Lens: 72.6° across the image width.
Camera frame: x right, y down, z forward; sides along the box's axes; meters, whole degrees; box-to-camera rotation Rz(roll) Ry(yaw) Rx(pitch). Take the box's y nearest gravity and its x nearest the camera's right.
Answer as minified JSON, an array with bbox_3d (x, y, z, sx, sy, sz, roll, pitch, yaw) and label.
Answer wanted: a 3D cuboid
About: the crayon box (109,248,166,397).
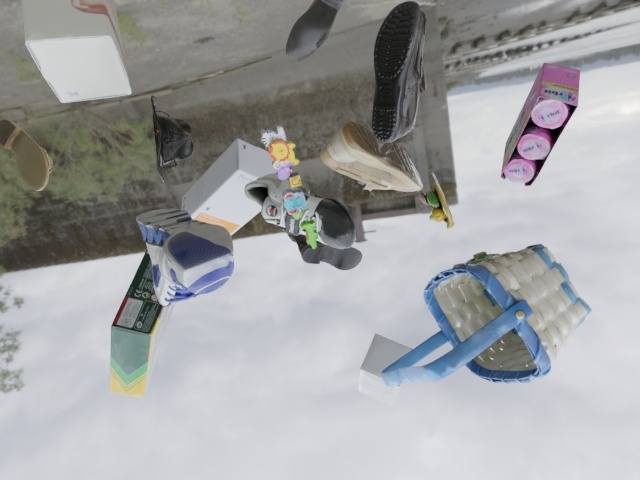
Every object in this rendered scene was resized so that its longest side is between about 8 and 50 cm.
[{"bbox_3d":[-0.489,0.203,1.246,0.106,0.313,0.363,16,-141,-12],"label":"crayon box"}]

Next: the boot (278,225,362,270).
[{"bbox_3d":[0.000,0.000,1.535,0.262,0.091,0.229,11,-156,-29],"label":"boot"}]

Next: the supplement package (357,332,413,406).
[{"bbox_3d":[0.213,0.436,1.453,0.139,0.244,0.134,21,-121,15],"label":"supplement package"}]

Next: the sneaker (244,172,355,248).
[{"bbox_3d":[-0.062,-0.063,1.063,0.146,0.123,0.330,-20,-140,-40],"label":"sneaker"}]

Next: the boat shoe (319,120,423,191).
[{"bbox_3d":[0.135,-0.187,1.083,0.110,0.122,0.341,-34,146,31],"label":"boat shoe"}]

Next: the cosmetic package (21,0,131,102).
[{"bbox_3d":[-0.441,-0.419,0.781,0.129,0.296,0.153,-12,163,-15],"label":"cosmetic package"}]

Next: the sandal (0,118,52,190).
[{"bbox_3d":[-0.713,-0.211,1.090,0.088,0.240,0.079,-48,163,8],"label":"sandal"}]

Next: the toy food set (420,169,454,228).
[{"bbox_3d":[0.379,-0.121,1.444,0.071,0.128,0.218,-24,-145,19],"label":"toy food set"}]

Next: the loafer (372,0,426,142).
[{"bbox_3d":[0.138,-0.280,0.737,0.078,0.220,0.080,-15,-145,-35],"label":"loafer"}]

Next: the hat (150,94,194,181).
[{"bbox_3d":[-0.530,-0.362,1.574,0.133,0.331,0.331,-4,-167,-19],"label":"hat"}]

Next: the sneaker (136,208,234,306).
[{"bbox_3d":[-0.261,0.056,0.869,0.127,0.182,0.315,-19,-152,-31],"label":"sneaker"}]

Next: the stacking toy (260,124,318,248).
[{"bbox_3d":[-0.063,-0.110,0.858,0.052,0.221,0.167,-17,-153,-5],"label":"stacking toy"}]

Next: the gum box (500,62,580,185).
[{"bbox_3d":[0.384,-0.198,0.775,0.062,0.188,0.107,18,-125,12],"label":"gum box"}]

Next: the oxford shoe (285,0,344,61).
[{"bbox_3d":[-0.007,-0.502,0.996,0.212,0.076,0.076,-53,-163,9],"label":"oxford shoe"}]

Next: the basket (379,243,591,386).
[{"bbox_3d":[0.241,0.142,0.698,0.289,0.201,0.255,-32,170,-20],"label":"basket"}]

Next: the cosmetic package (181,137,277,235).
[{"bbox_3d":[-0.367,-0.193,1.795,0.230,0.162,0.453,19,141,-38],"label":"cosmetic package"}]
